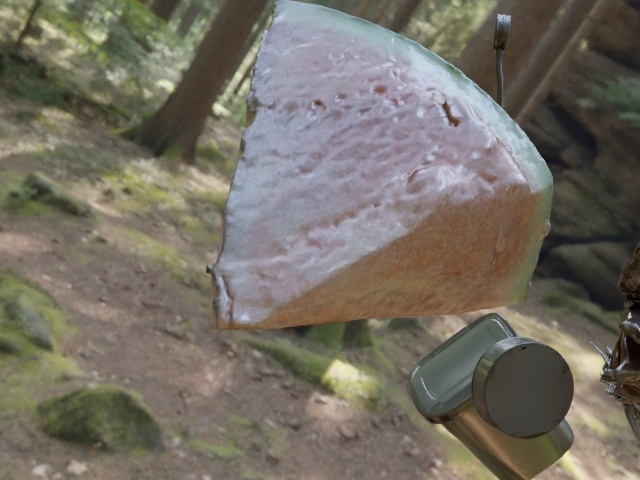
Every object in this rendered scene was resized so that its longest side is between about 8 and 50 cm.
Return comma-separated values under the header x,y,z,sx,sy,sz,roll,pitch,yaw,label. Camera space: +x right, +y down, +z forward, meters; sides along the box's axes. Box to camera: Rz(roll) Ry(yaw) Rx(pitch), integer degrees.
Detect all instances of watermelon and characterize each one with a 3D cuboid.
x,y,z,sx,sy,sz,roll,pitch,yaw,label
0.016,0.010,0.742,0.283,0.292,0.250,23,-30,26,watermelon

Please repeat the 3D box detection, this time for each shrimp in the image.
x,y,z,sx,sy,sz,roll,pitch,yaw,label
0.535,0.237,1.568,0.343,0.116,0.145,-96,166,-70,shrimp

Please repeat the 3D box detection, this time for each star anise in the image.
x,y,z,sx,sy,sz,roll,pitch,yaw,label
0.352,0.066,0.927,0.099,0.214,0.220,26,13,27,star anise

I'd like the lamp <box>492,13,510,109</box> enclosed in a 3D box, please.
x,y,z,sx,sy,sz,roll,pitch,yaw,label
0.364,-0.229,1.724,0.109,0.371,0.130,3,-15,7,lamp

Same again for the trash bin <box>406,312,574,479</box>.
x,y,z,sx,sy,sz,roll,pitch,yaw,label
0.316,0.293,1.697,0.250,0.220,0.219,49,9,-24,trash bin

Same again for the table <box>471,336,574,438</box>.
x,y,z,sx,sy,sz,roll,pitch,yaw,label
0.274,0.200,1.271,0.133,0.133,0.043,30,-4,-14,table
